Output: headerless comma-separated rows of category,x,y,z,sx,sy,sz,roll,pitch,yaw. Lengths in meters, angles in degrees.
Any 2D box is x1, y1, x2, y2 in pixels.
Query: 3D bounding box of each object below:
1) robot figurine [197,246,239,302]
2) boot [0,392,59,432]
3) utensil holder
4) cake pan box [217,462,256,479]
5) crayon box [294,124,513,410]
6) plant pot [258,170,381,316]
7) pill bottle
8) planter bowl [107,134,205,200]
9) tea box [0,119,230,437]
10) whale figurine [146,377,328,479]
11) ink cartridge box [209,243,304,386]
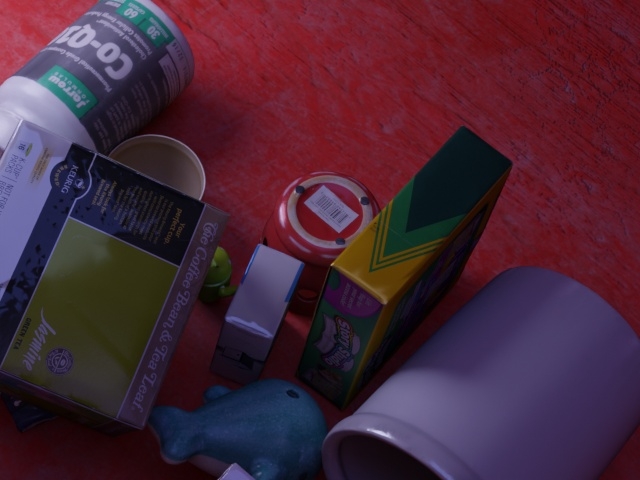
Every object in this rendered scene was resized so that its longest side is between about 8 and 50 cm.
robot figurine,-0.171,0.051,2.081,0.067,0.115,0.101,-28,67,-22
boot,-0.376,0.210,1.992,0.190,0.069,0.086,-24,77,-16
utensil holder,0.247,0.269,1.908,0.327,0.327,0.385,41,60,14
cake pan box,-0.188,0.439,1.778,0.070,0.246,0.267,38,61,13
crayon box,0.116,0.049,1.987,0.106,0.363,0.313,38,61,13
plant pot,0.000,0.000,2.109,0.191,0.174,0.191,3,61,-6
pill bottle,-0.385,-0.219,2.152,0.204,0.204,0.361,35,61,11
planter bowl,-0.267,-0.072,2.140,0.162,0.109,0.162,4,63,-8
tea box,-0.348,0.063,1.879,0.323,0.220,0.329,26,72,-12
whale figurine,-0.108,0.264,1.899,0.272,0.141,0.216,13,28,-35
ink cartridge box,-0.097,0.116,2.012,0.082,0.191,0.139,22,59,2
